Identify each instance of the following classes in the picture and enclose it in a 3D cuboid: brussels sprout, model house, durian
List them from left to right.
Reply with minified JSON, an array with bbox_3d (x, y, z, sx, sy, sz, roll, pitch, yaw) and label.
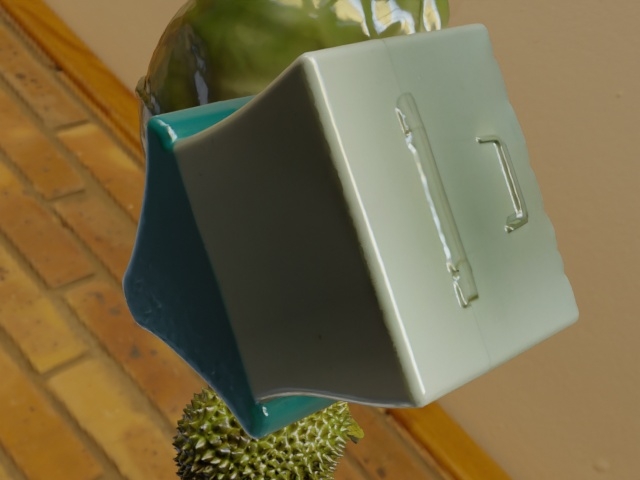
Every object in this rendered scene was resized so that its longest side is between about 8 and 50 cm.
[{"bbox_3d":[-0.059,0.213,1.089,0.198,0.159,0.146,-3,-53,9],"label":"durian"},{"bbox_3d":[-0.028,-0.148,1.192,0.425,0.361,0.342,83,-7,-50],"label":"brussels sprout"},{"bbox_3d":[0.000,0.000,0.401,0.149,0.100,0.127,-17,-89,45],"label":"model house"}]
